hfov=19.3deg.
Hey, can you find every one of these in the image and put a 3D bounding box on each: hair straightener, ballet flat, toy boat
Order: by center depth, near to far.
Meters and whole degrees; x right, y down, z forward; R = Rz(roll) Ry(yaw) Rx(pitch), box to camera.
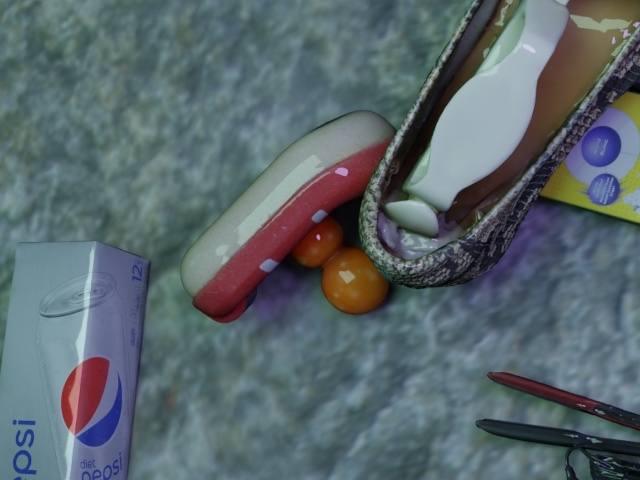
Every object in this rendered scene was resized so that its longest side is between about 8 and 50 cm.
[{"bbox_3d":[0.181,-0.164,1.444,0.164,0.182,0.483,33,100,8],"label":"ballet flat"},{"bbox_3d":[0.226,0.173,1.491,0.230,0.047,0.089,15,86,28],"label":"hair straightener"},{"bbox_3d":[0.000,0.000,1.622,0.151,0.151,0.231,45,104,-1],"label":"toy boat"}]

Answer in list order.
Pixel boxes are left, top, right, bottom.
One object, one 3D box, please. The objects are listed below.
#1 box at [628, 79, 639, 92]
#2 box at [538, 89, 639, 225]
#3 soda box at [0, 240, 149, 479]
[{"bbox_3d":[0.315,-0.201,1.516,0.232,0.059,0.183,16,88,32],"label":"box"},{"bbox_3d":[0.229,-0.075,1.544,0.179,0.043,0.105,17,89,34],"label":"box"},{"bbox_3d":[-0.233,0.146,1.728,0.098,0.091,0.286,0,78,30],"label":"soda box"}]
